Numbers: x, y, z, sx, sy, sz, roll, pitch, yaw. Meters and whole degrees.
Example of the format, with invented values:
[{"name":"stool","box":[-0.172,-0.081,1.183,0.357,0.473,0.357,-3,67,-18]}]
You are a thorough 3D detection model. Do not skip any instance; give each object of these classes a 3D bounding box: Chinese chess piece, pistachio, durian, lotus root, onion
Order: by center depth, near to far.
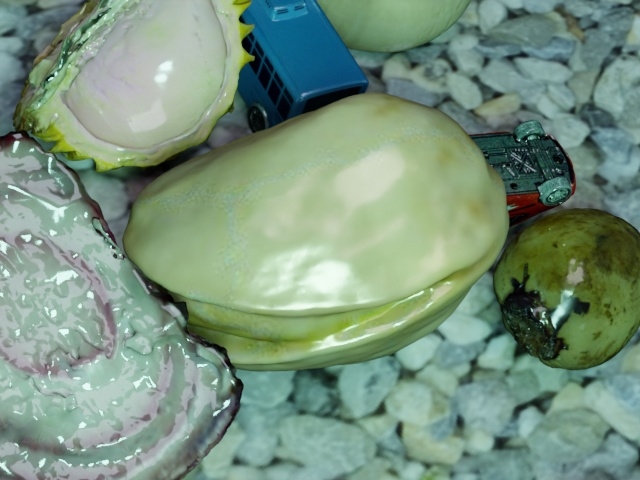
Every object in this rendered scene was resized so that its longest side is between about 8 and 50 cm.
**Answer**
[{"name":"onion","box":[-0.249,0.092,1.370,0.280,0.146,0.314,-37,94,-16]},{"name":"pistachio","box":[0.000,0.000,1.477,0.321,0.229,0.238,-13,33,-8]},{"name":"durian","box":[-0.156,-0.205,1.605,0.185,0.305,0.195,38,0,-37]},{"name":"lotus root","box":[0.237,0.034,1.615,0.138,0.138,0.214,38,39,9]},{"name":"Chinese chess piece","box":[0.047,-0.307,1.810,0.249,0.103,0.250,10,52,-13]}]

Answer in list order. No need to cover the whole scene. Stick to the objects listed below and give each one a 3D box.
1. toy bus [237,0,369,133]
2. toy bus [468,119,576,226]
[{"name":"toy bus","box":[-0.039,-0.182,1.678,0.090,0.106,0.185,-18,62,-28]},{"name":"toy bus","box":[0.140,-0.049,1.656,0.195,0.089,0.081,-7,58,-25]}]
